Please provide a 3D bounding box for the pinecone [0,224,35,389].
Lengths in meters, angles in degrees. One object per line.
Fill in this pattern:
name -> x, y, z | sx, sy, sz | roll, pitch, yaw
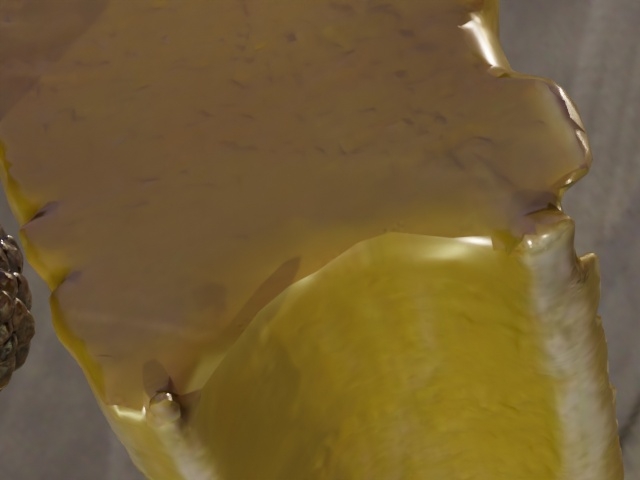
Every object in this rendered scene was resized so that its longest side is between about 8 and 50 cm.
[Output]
pinecone -> -0.321, 0.045, 1.482 | 0.204, 0.179, 0.184 | 36, 116, 56

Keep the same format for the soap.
soap -> 0.000, 0.000, 0.646 | 0.156, 0.335, 0.293 | -25, 56, -1
